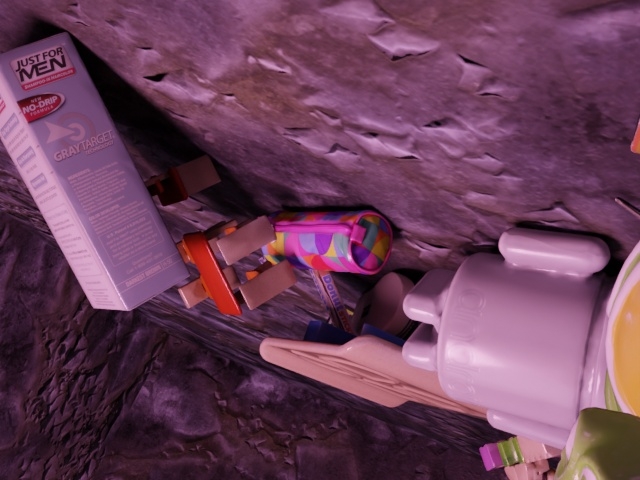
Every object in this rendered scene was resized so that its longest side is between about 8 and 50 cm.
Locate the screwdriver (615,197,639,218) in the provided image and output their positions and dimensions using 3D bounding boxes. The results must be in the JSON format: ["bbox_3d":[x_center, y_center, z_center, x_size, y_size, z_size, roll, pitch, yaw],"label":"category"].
[{"bbox_3d":[0.379,0.000,0.731,0.170,0.025,0.024,38,160,-6],"label":"screwdriver"}]

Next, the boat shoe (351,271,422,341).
[{"bbox_3d":[0.161,0.149,1.253,0.158,0.127,0.340,21,169,-5],"label":"boat shoe"}]

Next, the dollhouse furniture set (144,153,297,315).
[{"bbox_3d":[-0.197,0.006,1.116,0.262,0.135,0.259,-7,110,58],"label":"dollhouse furniture set"}]

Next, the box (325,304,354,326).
[{"bbox_3d":[0.054,0.184,1.548,0.062,0.052,0.083,29,162,-9],"label":"box"}]

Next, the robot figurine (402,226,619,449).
[{"bbox_3d":[0.283,0.129,0.872,0.353,0.200,0.300,9,118,27],"label":"robot figurine"}]

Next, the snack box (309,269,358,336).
[{"bbox_3d":[0.021,0.110,1.281,0.178,0.022,0.064,66,165,9],"label":"snack box"}]

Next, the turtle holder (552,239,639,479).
[{"bbox_3d":[0.278,0.063,0.431,0.320,0.243,0.227,-16,129,7],"label":"turtle holder"}]

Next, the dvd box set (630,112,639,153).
[{"bbox_3d":[0.411,-0.099,0.359,0.420,0.062,0.307,18,159,22],"label":"dvd box set"}]

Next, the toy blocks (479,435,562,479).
[{"bbox_3d":[0.439,0.342,1.171,0.260,0.309,0.288,-10,158,-14],"label":"toy blocks"}]

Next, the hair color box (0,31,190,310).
[{"bbox_3d":[-0.349,-0.086,1.010,0.185,0.113,0.374,-7,112,57],"label":"hair color box"}]

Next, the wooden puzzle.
[{"bbox_3d":[0.106,0.205,1.133,0.322,0.080,0.348,25,160,-22],"label":"wooden puzzle"}]

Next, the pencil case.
[{"bbox_3d":[0.000,0.000,1.077,0.236,0.104,0.104,1,149,47],"label":"pencil case"}]
